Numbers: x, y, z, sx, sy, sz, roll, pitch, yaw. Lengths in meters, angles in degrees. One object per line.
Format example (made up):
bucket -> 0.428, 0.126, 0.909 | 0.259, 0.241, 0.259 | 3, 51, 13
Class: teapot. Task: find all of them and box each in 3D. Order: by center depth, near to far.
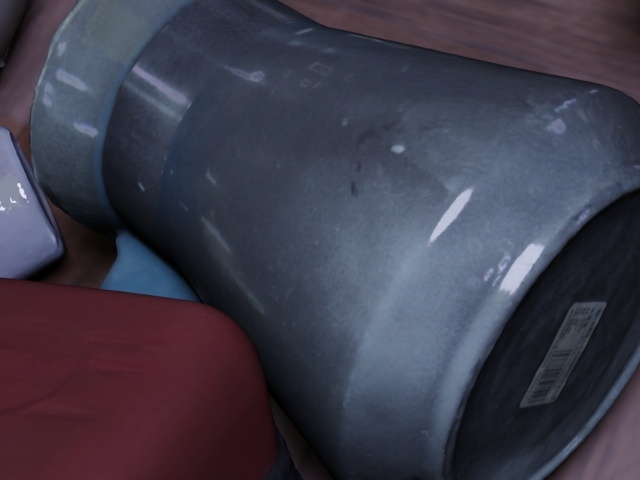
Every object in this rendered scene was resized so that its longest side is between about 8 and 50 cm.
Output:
teapot -> 0.000, 0.000, 0.580 | 0.225, 0.171, 0.203 | 33, 101, 31

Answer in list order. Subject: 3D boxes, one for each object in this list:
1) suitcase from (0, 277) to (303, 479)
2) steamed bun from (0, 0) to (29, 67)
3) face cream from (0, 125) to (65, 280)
suitcase -> -0.168, 0.117, 0.479 | 0.297, 0.161, 0.236 | 3, 29, 21
steamed bun -> -0.273, -0.178, 0.640 | 0.309, 0.309, 0.309 | -4, 61, 7
face cream -> -0.211, 0.019, 0.651 | 0.198, 0.057, 0.084 | -26, 60, -6
